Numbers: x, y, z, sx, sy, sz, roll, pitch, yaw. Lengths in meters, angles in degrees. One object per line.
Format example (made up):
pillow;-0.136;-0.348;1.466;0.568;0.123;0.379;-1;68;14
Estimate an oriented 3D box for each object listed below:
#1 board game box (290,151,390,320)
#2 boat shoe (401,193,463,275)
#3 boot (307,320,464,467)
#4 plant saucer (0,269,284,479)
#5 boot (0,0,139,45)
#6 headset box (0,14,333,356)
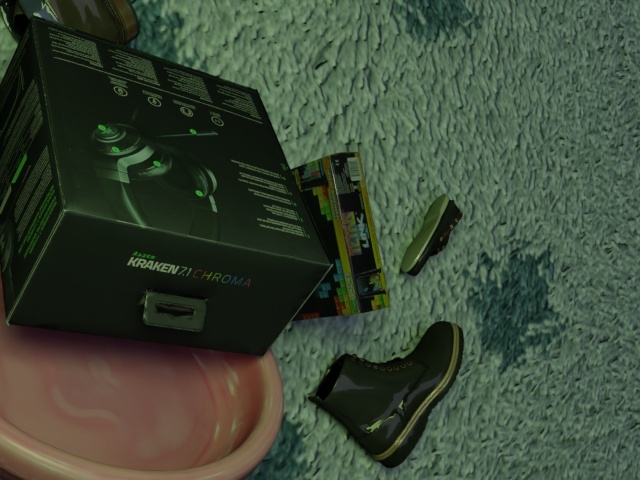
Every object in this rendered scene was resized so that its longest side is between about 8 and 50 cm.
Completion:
board game box;0.000;0.000;0.994;0.048;0.141;0.170;-10;87;-39
boat shoe;0.146;-0.002;1.160;0.042;0.049;0.133;42;55;-13
boot;0.084;0.150;1.075;0.137;0.077;0.198;41;59;-18
plant saucer;-0.194;0.107;0.777;0.332;0.084;0.332;26;26;-14
boot;-0.278;-0.265;0.877;0.219;0.082;0.106;53;53;-19
headset box;-0.151;-0.040;0.809;0.246;0.131;0.283;12;38;-35
